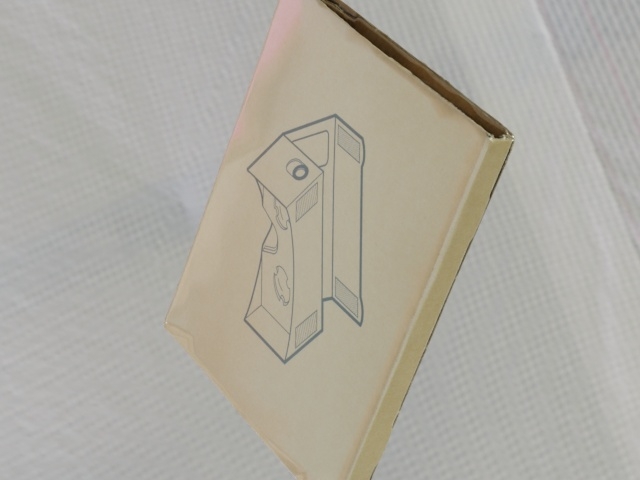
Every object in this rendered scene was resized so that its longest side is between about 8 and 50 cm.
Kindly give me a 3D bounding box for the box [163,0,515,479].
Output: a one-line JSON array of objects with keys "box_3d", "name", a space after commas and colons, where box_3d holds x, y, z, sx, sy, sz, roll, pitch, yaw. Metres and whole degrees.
[{"box_3d": [0.000, 0.000, 0.814, 0.164, 0.021, 0.201, 44, -58, 41], "name": "box"}]
